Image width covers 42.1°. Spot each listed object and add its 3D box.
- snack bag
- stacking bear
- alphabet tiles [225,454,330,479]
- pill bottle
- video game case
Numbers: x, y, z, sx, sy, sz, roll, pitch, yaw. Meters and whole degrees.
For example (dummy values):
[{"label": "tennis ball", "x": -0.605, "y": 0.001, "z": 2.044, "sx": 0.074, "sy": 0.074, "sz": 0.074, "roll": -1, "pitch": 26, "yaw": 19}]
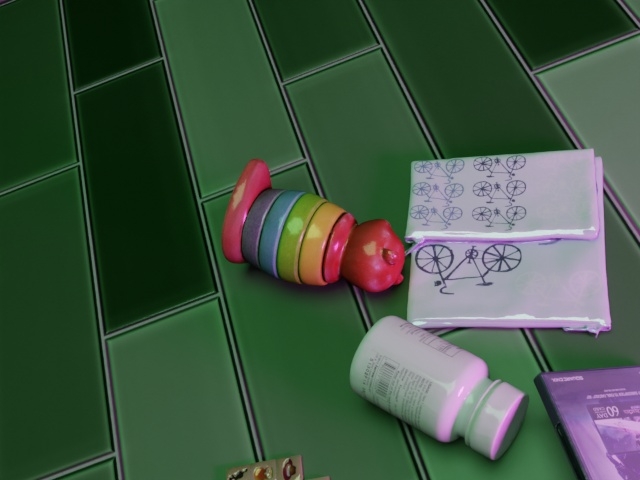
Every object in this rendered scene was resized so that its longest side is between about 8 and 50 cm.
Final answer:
[{"label": "snack bag", "x": 0.293, "y": -0.003, "z": 1.344, "sx": 0.323, "sy": 0.037, "sz": 0.342, "roll": -1, "pitch": 56, "yaw": 16}, {"label": "stacking bear", "x": 0.000, "y": 0.000, "z": 1.365, "sx": 0.289, "sy": 0.175, "sz": 0.164, "roll": 16, "pitch": 60, "yaw": 18}, {"label": "alphabet tiles", "x": -0.075, "y": 0.426, "z": 1.175, "sx": 0.198, "sy": 0.009, "sz": 0.237, "roll": -13, "pitch": 53, "yaw": 9}, {"label": "pill bottle", "x": 0.167, "y": 0.209, "z": 1.174, "sx": 0.229, "sy": 0.131, "sz": 0.131, "roll": 25, "pitch": 67, "yaw": 30}, {"label": "video game case", "x": 0.409, "y": 0.284, "z": 1.057, "sx": 0.196, "sy": 0.026, "sz": 0.274, "roll": -1, "pitch": 49, "yaw": -20}]
